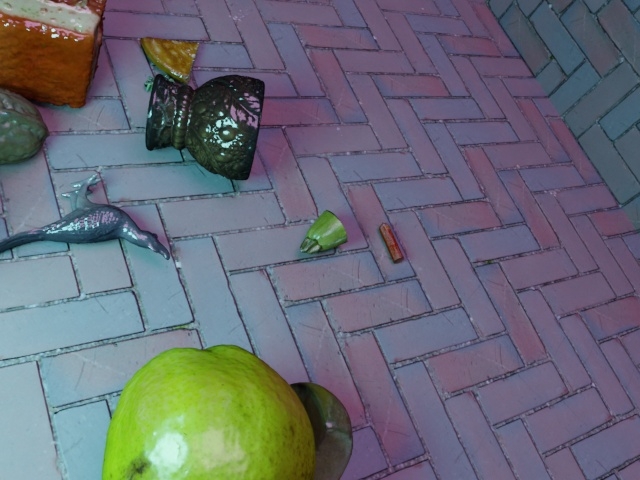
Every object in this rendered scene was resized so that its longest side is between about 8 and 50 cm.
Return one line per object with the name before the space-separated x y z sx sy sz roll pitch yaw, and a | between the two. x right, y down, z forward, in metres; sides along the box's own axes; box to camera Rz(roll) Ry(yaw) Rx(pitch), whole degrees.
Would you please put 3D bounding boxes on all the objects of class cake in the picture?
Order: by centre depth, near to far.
cake | -0.663 -0.522 1.507 0.270 0.270 0.319 7 58 -25

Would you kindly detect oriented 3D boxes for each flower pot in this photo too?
flower pot | -0.292 -0.300 1.579 0.267 0.266 0.266 10 54 -10

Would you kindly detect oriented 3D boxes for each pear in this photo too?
pear | -0.195 0.365 1.103 0.392 0.391 0.390 14 53 -20

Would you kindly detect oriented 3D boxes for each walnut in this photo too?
walnut | -0.713 -0.252 1.369 0.231 0.178 0.178 4 57 -40

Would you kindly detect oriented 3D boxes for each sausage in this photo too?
sausage | 0.198 0.002 1.776 0.034 0.034 0.129 -6 62 -31

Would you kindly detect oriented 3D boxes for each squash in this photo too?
squash | -0.008 -0.002 1.644 0.132 0.105 0.105 -36 80 -21

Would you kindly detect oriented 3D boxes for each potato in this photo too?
potato | 0.005 0.403 1.253 0.112 0.255 0.269 5 57 -25

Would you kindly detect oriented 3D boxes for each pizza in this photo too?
pizza | -0.421 -0.541 1.804 0.185 0.036 0.176 34 47 -2

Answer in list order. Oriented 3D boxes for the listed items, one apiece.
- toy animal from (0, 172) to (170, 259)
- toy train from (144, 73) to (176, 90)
toy animal | -0.525 -0.051 1.386 0.367 0.081 0.205 2 56 -23
toy train | -0.440 -0.426 1.717 0.083 0.033 0.053 -25 77 -38
